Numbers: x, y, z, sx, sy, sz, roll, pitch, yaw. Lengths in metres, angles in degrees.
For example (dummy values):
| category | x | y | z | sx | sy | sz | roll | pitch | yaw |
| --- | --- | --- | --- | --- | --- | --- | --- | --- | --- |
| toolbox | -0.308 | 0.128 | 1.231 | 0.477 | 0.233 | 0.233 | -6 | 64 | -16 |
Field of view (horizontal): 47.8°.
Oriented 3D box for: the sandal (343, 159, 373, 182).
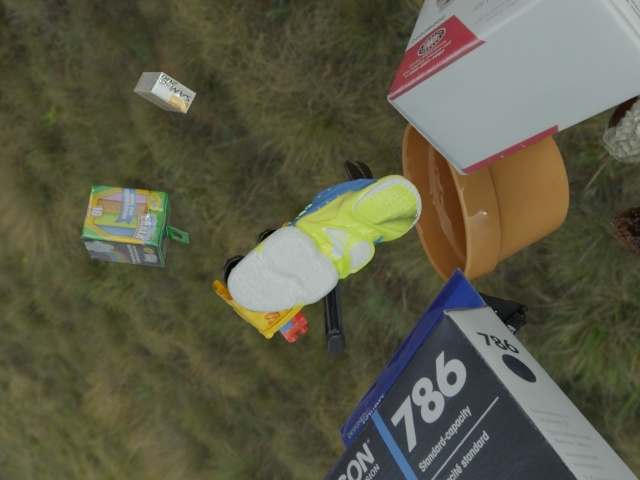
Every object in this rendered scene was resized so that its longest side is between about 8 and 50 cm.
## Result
| category | x | y | z | sx | sy | sz | roll | pitch | yaw |
| --- | --- | --- | --- | --- | --- | --- | --- | --- | --- |
| sandal | 0.092 | -0.110 | 1.713 | 0.219 | 0.089 | 0.060 | -107 | 33 | -46 |

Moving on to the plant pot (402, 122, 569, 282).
| category | x | y | z | sx | sy | sz | roll | pitch | yaw |
| --- | --- | --- | --- | --- | --- | --- | --- | --- | --- |
| plant pot | 0.283 | -0.089 | 1.238 | 0.291 | 0.203 | 0.291 | 164 | 90 | -82 |

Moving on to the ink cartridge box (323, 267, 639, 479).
| category | x | y | z | sx | sy | sz | roll | pitch | yaw |
| --- | --- | --- | --- | --- | --- | --- | --- | --- | --- |
| ink cartridge box | 0.086 | 0.162 | 0.371 | 0.065 | 0.165 | 0.333 | 18 | -157 | -32 |

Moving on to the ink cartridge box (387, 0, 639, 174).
| category | x | y | z | sx | sy | sz | roll | pitch | yaw |
| --- | --- | --- | --- | --- | --- | --- | --- | --- | --- |
| ink cartridge box | 0.270 | -0.308 | 0.902 | 0.160 | 0.385 | 0.279 | 39 | 141 | -22 |

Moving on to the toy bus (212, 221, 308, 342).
| category | x | y | z | sx | sy | sz | roll | pitch | yaw |
| --- | --- | --- | --- | --- | --- | --- | --- | --- | --- |
| toy bus | -0.080 | 0.101 | 1.524 | 0.211 | 0.220 | 0.149 | 53 | 168 | -25 |

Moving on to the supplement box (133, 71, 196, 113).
| category | x | y | z | sx | sy | sz | roll | pitch | yaw |
| --- | --- | --- | --- | --- | --- | --- | --- | --- | --- |
| supplement box | -0.238 | -0.226 | 1.100 | 0.062 | 0.036 | 0.098 | 29 | 176 | -33 |

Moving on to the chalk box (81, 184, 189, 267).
| category | x | y | z | sx | sy | sz | roll | pitch | yaw |
| --- | --- | --- | --- | --- | --- | --- | --- | --- | --- |
| chalk box | -0.391 | -0.029 | 1.571 | 0.212 | 0.132 | 0.132 | 6 | 157 | -5 |

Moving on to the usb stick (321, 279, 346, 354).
| category | x | y | z | sx | sy | sz | roll | pitch | yaw |
| --- | --- | --- | --- | --- | --- | --- | --- | --- | --- |
| usb stick | 0.024 | 0.123 | 1.559 | 0.045 | 0.278 | 0.077 | 0 | 130 | -3 |

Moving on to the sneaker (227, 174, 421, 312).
| category | x | y | z | sx | sy | sz | roll | pitch | yaw |
| --- | --- | --- | --- | --- | --- | --- | --- | --- | --- |
| sneaker | 0.000 | 0.000 | 0.843 | 0.091 | 0.240 | 0.126 | 65 | 173 | -16 |

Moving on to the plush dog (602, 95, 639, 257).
| category | x | y | z | sx | sy | sz | roll | pitch | yaw |
| --- | --- | --- | --- | --- | --- | --- | --- | --- | --- |
| plush dog | 0.439 | -0.033 | 0.804 | 0.262 | 0.210 | 0.226 | -104 | 20 | -63 |

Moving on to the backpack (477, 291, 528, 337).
| category | x | y | z | sx | sy | sz | roll | pitch | yaw |
| --- | --- | --- | --- | --- | --- | --- | --- | --- | --- |
| backpack | 0.348 | 0.212 | 1.522 | 0.151 | 0.182 | 0.115 | 11 | 161 | 18 |
